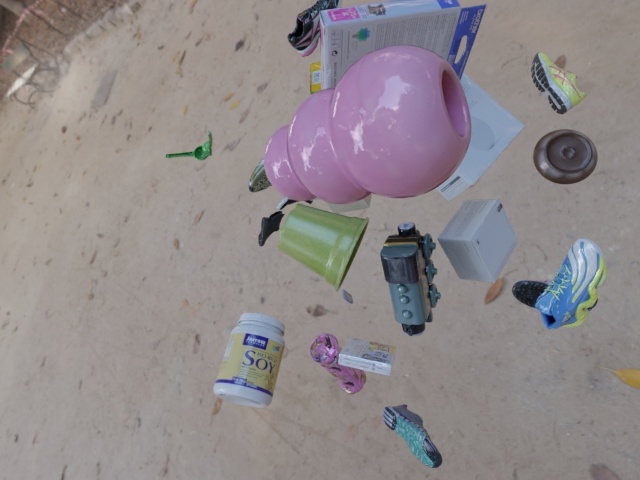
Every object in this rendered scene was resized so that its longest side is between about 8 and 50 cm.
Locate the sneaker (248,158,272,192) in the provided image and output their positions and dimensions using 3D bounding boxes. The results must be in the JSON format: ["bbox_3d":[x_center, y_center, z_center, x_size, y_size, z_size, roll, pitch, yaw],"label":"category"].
[{"bbox_3d":[-0.090,-0.274,1.619,0.410,0.158,0.182,-29,67,-19],"label":"sneaker"}]

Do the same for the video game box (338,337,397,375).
[{"bbox_3d":[0.179,0.424,1.496,0.187,0.205,0.048,6,95,16],"label":"video game box"}]

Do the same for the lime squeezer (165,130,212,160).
[{"bbox_3d":[-0.446,-0.345,1.494,0.310,0.110,0.059,-8,64,43],"label":"lime squeezer"}]

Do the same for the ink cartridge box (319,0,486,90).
[{"bbox_3d":[0.154,-0.384,0.823,0.311,0.186,0.065,-10,59,-5],"label":"ink cartridge box"}]

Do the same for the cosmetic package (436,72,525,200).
[{"bbox_3d":[0.339,-0.266,1.033,0.225,0.138,0.224,44,75,3],"label":"cosmetic package"}]

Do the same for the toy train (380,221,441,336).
[{"bbox_3d":[0.262,0.118,1.188,0.142,0.334,0.190,1,28,28],"label":"toy train"}]

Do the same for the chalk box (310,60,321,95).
[{"bbox_3d":[0.062,-0.575,1.554,0.132,0.213,0.132,-6,75,23],"label":"chalk box"}]

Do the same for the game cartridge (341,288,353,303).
[{"bbox_3d":[0.140,0.291,2.078,0.017,0.083,0.056,-30,42,24],"label":"game cartridge"}]

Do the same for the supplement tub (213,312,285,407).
[{"bbox_3d":[-0.281,0.493,1.675,0.241,0.241,0.331,-14,50,37],"label":"supplement tub"}]

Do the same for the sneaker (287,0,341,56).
[{"bbox_3d":[-0.019,-0.568,1.040,0.178,0.077,0.072,-55,52,20],"label":"sneaker"}]

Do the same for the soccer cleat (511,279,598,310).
[{"bbox_3d":[0.883,0.198,1.559,0.116,0.318,0.108,-85,3,-67],"label":"soccer cleat"}]

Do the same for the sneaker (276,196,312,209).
[{"bbox_3d":[-0.108,-0.205,2.029,0.217,0.121,0.079,-46,15,-3],"label":"sneaker"}]

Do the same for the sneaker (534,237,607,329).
[{"bbox_3d":[0.572,0.116,0.934,0.126,0.240,0.091,-19,28,-17],"label":"sneaker"}]

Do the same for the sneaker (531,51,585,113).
[{"bbox_3d":[0.728,-0.492,1.240,0.094,0.081,0.208,-26,81,6],"label":"sneaker"}]

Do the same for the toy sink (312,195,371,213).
[{"bbox_3d":[0.091,-0.211,1.715,0.234,0.131,0.153,-8,52,29],"label":"toy sink"}]

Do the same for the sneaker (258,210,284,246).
[{"bbox_3d":[-0.215,-0.049,1.764,0.051,0.089,0.170,50,134,51],"label":"sneaker"}]

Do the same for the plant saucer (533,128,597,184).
[{"bbox_3d":[0.824,-0.287,1.355,0.198,0.036,0.198,-2,80,12],"label":"plant saucer"}]

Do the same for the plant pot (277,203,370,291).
[{"bbox_3d":[0.000,0.000,1.399,0.254,0.276,0.276,23,88,9],"label":"plant pot"}]

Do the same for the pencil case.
[{"bbox_3d":[0.095,0.629,2.049,0.160,0.386,0.167,-17,41,22],"label":"pencil case"}]

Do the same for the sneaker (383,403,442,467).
[{"bbox_3d":[0.286,0.551,1.177,0.224,0.098,0.083,34,122,52],"label":"sneaker"}]

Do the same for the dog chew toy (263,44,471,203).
[{"bbox_3d":[0.046,-0.147,0.617,0.332,0.206,0.206,-13,64,38],"label":"dog chew toy"}]

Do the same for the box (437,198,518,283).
[{"bbox_3d":[0.472,0.000,1.207,0.181,0.182,0.119,-49,28,-24],"label":"box"}]
